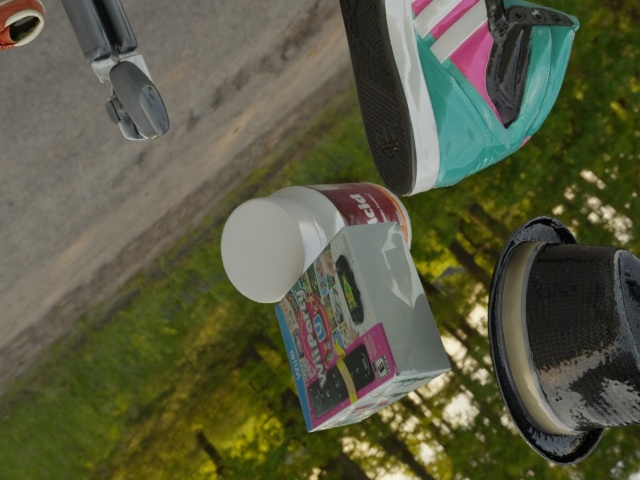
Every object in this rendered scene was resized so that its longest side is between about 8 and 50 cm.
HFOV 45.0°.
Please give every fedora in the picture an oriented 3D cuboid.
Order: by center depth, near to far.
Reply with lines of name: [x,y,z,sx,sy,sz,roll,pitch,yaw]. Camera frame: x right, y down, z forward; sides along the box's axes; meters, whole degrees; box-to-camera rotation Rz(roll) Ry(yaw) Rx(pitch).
fedora: [0.355,0.125,0.998,0.152,0.334,0.334,-11,-158,46]

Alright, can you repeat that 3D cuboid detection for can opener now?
can opener: [-0.263,-0.266,0.994,0.076,0.283,0.095,-30,-166,-40]

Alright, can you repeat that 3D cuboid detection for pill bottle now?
pill bottle: [0.000,0.000,1.522,0.224,0.224,0.392,-51,159,26]

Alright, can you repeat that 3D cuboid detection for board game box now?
board game box: [0.048,0.139,1.158,0.097,0.224,0.303,-6,156,-26]

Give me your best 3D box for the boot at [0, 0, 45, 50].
boot: [-0.442,-0.277,1.035,0.158,0.085,0.059,-31,132,-6]

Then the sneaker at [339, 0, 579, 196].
sneaker: [0.120,-0.196,0.642,0.178,0.296,0.124,-11,-173,-19]
